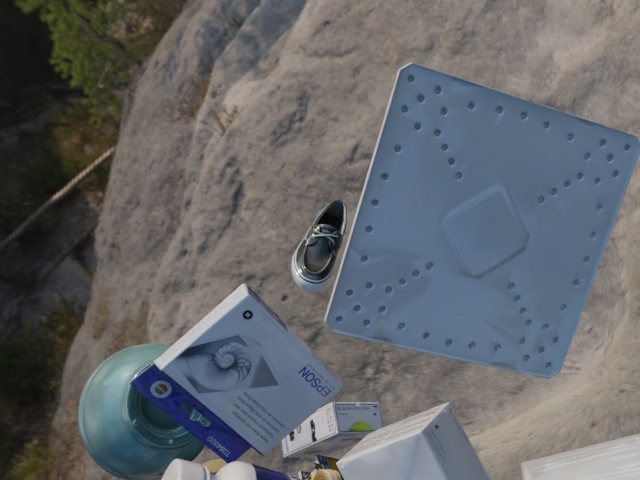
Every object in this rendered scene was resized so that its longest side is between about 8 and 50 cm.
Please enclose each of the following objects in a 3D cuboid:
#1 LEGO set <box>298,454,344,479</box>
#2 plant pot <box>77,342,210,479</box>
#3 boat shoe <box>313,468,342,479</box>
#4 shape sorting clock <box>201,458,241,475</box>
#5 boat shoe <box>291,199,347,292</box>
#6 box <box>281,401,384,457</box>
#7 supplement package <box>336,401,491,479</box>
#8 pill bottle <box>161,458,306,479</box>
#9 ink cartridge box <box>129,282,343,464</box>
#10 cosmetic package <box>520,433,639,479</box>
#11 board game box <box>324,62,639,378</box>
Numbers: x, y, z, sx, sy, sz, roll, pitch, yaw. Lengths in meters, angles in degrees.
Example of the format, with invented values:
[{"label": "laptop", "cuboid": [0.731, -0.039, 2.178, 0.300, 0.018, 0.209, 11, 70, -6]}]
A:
[{"label": "LEGO set", "cuboid": [-0.007, 0.765, 1.848, 0.331, 0.192, 0.255, -46, 36, 32]}, {"label": "plant pot", "cuboid": [-0.337, 0.345, 1.360, 0.196, 0.292, 0.293, -35, 60, 57]}, {"label": "boat shoe", "cuboid": [0.029, 0.377, 0.862, 0.063, 0.059, 0.170, 6, 104, 62]}, {"label": "shape sorting clock", "cuboid": [-0.196, 0.567, 1.429, 0.206, 0.206, 0.040, 47, 124, 25]}, {"label": "boat shoe", "cuboid": [0.000, 0.000, 1.822, 0.121, 0.335, 0.119, 18, 130, -3]}, {"label": "box", "cuboid": [0.028, 0.542, 1.872, 0.290, 0.169, 0.087, -39, 51, 44]}, {"label": "supplement package", "cuboid": [0.195, 0.472, 1.211, 0.204, 0.145, 0.262, -32, 83, 31]}, {"label": "pill bottle", "cuboid": [-0.058, 0.267, 0.600, 0.186, 0.112, 0.112, 23, 87, -18]}, {"label": "ink cartridge box", "cuboid": [-0.118, 0.209, 0.943, 0.224, 0.223, 0.045, -41, 24, 4]}, {"label": "cosmetic package", "cuboid": [0.258, 0.301, 0.562, 0.127, 0.107, 0.238, -23, 32, 26]}, {"label": "board game box", "cuboid": [0.236, -0.016, 0.969, 0.389, 0.050, 0.390, 14, 99, -13]}]
